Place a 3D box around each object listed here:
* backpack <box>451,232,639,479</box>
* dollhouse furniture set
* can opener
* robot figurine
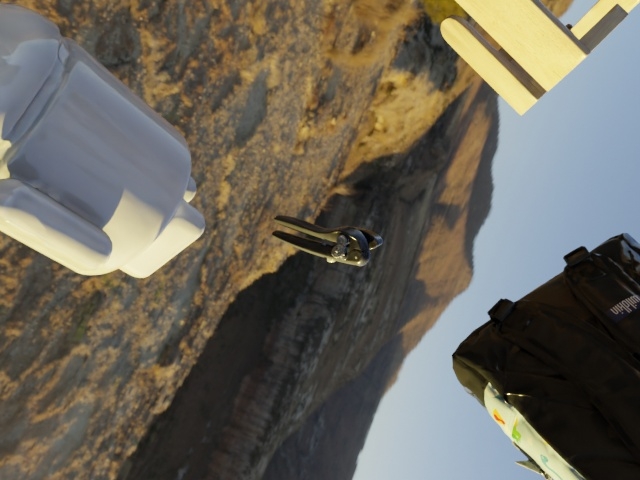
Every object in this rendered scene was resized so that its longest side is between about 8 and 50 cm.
[{"bbox_3d":[0.365,0.196,0.645,0.290,0.273,0.355,-34,-152,-8],"label":"backpack"},{"bbox_3d":[0.190,-0.210,0.533,0.151,0.123,0.144,-43,177,-15],"label":"dollhouse furniture set"},{"bbox_3d":[0.000,0.000,0.939,0.073,0.186,0.059,6,94,-59],"label":"can opener"},{"bbox_3d":[-0.279,-0.096,0.642,0.200,0.353,0.300,-38,-137,10],"label":"robot figurine"}]
